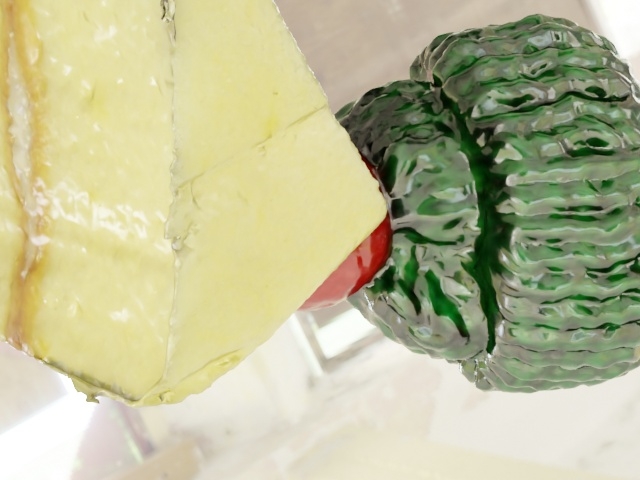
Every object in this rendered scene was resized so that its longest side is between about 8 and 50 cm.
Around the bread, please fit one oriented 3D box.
[{"bbox_3d":[-0.145,-0.061,0.704,0.263,0.236,0.198,17,-127,40],"label":"bread"}]

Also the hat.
[{"bbox_3d":[0.078,-0.010,0.932,0.332,0.274,0.242,-9,162,-20],"label":"hat"}]
